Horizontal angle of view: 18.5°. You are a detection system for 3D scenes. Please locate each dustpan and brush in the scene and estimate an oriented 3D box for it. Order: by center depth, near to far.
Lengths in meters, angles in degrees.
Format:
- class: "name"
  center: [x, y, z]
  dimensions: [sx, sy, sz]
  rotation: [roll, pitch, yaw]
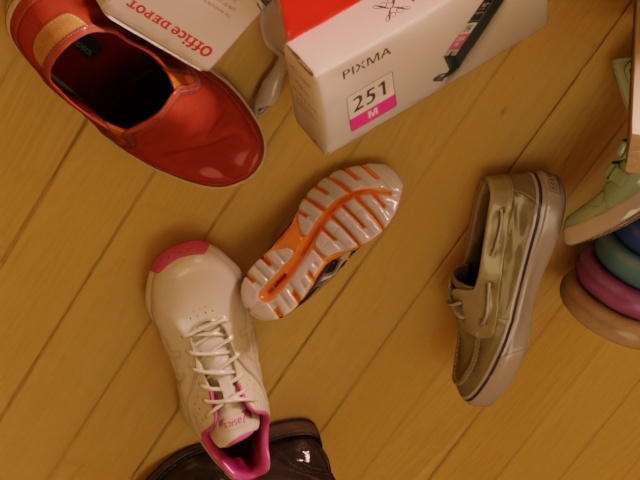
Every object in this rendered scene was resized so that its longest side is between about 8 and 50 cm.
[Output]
- class: "dustpan and brush"
  center: [-0.015, -0.198, 1.913]
  dimensions: [0.147, 0.060, 0.211]
  rotation: [-5, 127, -42]

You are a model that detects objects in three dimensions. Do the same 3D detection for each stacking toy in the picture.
- class: "stacking toy"
  center: [0.397, -0.044, 2.210]
  dimensions: [0.141, 0.141, 0.330]
  rotation: [8, 119, -32]

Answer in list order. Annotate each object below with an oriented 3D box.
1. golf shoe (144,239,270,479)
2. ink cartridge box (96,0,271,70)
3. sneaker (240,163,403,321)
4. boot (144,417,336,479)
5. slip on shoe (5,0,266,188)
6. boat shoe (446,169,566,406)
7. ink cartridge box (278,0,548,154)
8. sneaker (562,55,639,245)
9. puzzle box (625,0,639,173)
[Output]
- class: "golf shoe"
  center: [-0.105, 0.132, 2.100]
  dimensions: [0.115, 0.140, 0.306]
  rotation: [-21, 134, -6]
- class: "ink cartridge box"
  center: [-0.101, -0.267, 1.781]
  dimensions: [0.190, 0.082, 0.140]
  rotation: [-45, 134, 17]
- class: "sneaker"
  center: [0.000, 0.000, 2.083]
  dimensions: [0.215, 0.084, 0.083]
  rotation: [-42, 172, -2]
- class: "boot"
  center: [-0.066, 0.324, 2.226]
  dimensions: [0.263, 0.229, 0.091]
  rotation: [-22, 136, -7]
- class: "slip on shoe"
  center: [-0.165, -0.131, 1.859]
  dimensions: [0.123, 0.101, 0.331]
  rotation: [-41, 136, 10]
- class: "boat shoe"
  center: [0.189, 0.051, 2.215]
  dimensions: [0.094, 0.109, 0.302]
  rotation: [6, 117, -15]
- class: "ink cartridge box"
  center: [0.092, -0.233, 1.864]
  dimensions: [0.275, 0.060, 0.239]
  rotation: [-31, 149, -14]
- class: "sneaker"
  center: [0.336, -0.113, 2.121]
  dimensions: [0.256, 0.151, 0.094]
  rotation: [-39, 171, 18]
- class: "puzzle box"
  center: [0.511, -0.145, 1.949]
  dimensions: [0.409, 0.272, 0.052]
  rotation: [7, 131, 6]
